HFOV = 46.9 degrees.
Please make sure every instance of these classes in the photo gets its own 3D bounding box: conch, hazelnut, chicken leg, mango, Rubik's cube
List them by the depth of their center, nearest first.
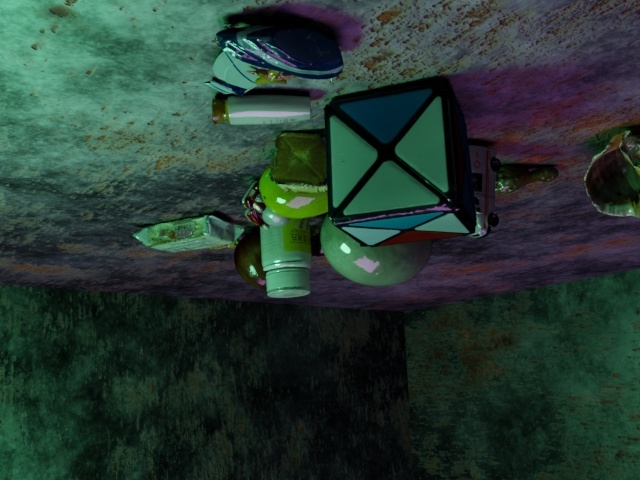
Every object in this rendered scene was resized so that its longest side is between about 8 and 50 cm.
[{"bbox_3d":[0.157,-0.137,1.424,0.249,0.247,0.248,-7,166,20],"label":"Rubik's cube"},{"bbox_3d":[0.006,-0.135,1.669,0.293,0.143,0.175,-12,161,-2],"label":"mango"},{"bbox_3d":[0.731,-0.154,1.677,0.210,0.159,0.291,-4,132,48],"label":"conch"},{"bbox_3d":[0.496,-0.153,1.827,0.197,0.069,0.085,-8,169,-7],"label":"chicken leg"},{"bbox_3d":[0.012,-0.006,2.211,0.177,0.083,0.322,-23,-170,14],"label":"chicken leg"},{"bbox_3d":[-0.164,0.067,2.350,0.217,0.217,0.251,-12,167,37],"label":"hazelnut"}]

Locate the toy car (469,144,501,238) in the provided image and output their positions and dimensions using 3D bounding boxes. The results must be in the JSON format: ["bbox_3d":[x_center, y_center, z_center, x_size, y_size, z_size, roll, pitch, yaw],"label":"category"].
[{"bbox_3d":[0.335,-0.111,1.657,0.108,0.210,0.089,4,178,-32],"label":"toy car"}]

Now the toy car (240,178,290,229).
[{"bbox_3d":[-0.126,-0.084,1.859,0.112,0.112,0.139,29,174,30],"label":"toy car"}]

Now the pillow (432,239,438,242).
[{"bbox_3d":[0.243,-0.013,2.300,0.249,0.106,0.186,-8,174,31],"label":"pillow"}]

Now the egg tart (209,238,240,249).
[{"bbox_3d":[-0.320,-0.003,2.365,0.130,0.052,0.130,-4,166,-1],"label":"egg tart"}]

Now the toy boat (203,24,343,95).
[{"bbox_3d":[-0.102,-0.287,1.207,0.220,0.067,0.291,7,175,-33],"label":"toy boat"}]

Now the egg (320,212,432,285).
[{"bbox_3d":[0.153,-0.002,1.998,0.352,0.259,0.258,9,163,-38],"label":"egg"}]

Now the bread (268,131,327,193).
[{"bbox_3d":[-0.034,-0.165,1.549,0.140,0.128,0.069,3,170,7],"label":"bread"}]

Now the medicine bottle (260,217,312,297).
[{"bbox_3d":[-0.096,0.024,2.060,0.143,0.258,0.143,-3,167,-1],"label":"medicine bottle"}]

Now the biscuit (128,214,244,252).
[{"bbox_3d":[-0.404,-0.017,2.234,0.309,0.079,0.186,-9,164,28],"label":"biscuit"}]

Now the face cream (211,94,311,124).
[{"bbox_3d":[-0.109,-0.241,1.361,0.182,0.051,0.072,-3,168,-2],"label":"face cream"}]
